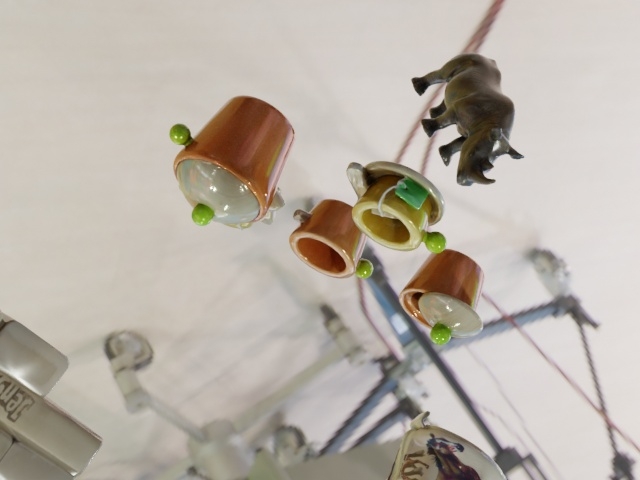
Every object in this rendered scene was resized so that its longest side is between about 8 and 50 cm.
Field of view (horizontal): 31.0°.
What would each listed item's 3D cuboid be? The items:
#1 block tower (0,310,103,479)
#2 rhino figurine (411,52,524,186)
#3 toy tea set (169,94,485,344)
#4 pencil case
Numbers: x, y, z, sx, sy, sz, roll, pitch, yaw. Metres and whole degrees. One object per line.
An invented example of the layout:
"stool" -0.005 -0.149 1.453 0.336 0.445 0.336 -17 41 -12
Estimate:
"block tower" -0.211 0.166 0.409 0.091 0.097 0.335 40 76 -24
"rhino figurine" 0.177 -0.140 1.351 0.106 0.243 0.073 -29 125 17
"toy tea set" 0.000 0.000 1.071 0.124 0.336 0.200 -60 168 -27
"pencil case" 0.098 0.447 1.587 0.183 0.160 0.410 38 72 -16
